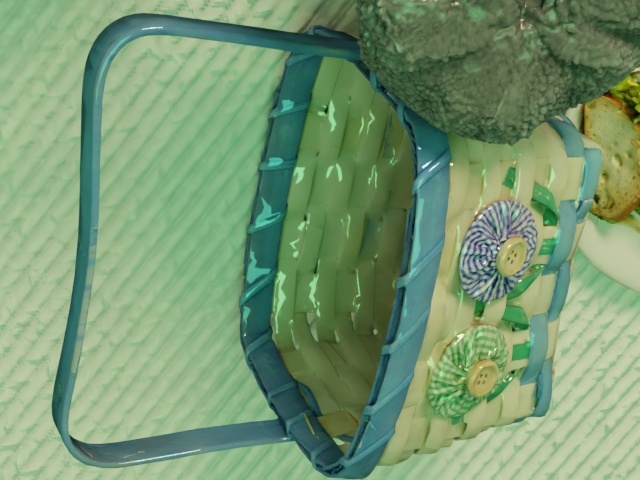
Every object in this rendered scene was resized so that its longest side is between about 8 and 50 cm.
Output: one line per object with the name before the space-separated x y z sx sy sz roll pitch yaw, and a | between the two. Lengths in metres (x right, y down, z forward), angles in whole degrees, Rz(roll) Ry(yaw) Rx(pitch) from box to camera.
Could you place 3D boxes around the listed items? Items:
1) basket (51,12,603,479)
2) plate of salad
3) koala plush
basket | 0.000 0.000 1.018 0.289 0.201 0.254 -1 115 -20
plate of salad | 0.243 -0.049 1.124 0.200 0.048 0.199 -4 114 -8
koala plush | 0.086 -0.182 0.945 0.196 0.221 0.203 8 121 -16
